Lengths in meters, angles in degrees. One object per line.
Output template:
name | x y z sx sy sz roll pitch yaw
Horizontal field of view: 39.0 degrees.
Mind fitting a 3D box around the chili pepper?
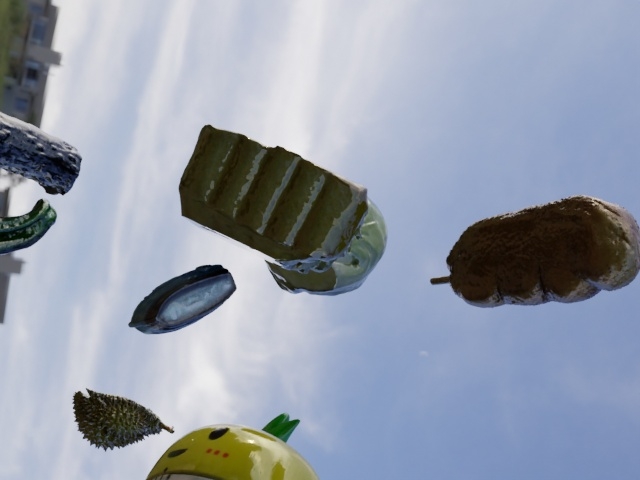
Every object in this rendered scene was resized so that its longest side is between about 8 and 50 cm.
chili pepper | -0.340 -0.010 0.841 0.073 0.182 0.050 -150 -123 -75

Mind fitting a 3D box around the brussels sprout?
brussels sprout | 0.000 0.000 1.594 0.244 0.244 0.244 -22 -117 53

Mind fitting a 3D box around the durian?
durian | -0.377 0.357 1.728 0.146 0.208 0.102 86 14 -58

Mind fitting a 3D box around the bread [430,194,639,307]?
bread | 0.256 0.026 1.129 0.344 0.084 0.124 -17 -113 57

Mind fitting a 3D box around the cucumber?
cucumber | -0.424 -0.130 1.090 0.072 0.303 0.081 -7 -107 33

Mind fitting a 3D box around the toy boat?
toy boat | -0.162 0.070 1.060 0.061 0.137 0.060 -5 -69 51

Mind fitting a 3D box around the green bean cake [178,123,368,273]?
green bean cake | -0.057 -0.040 1.150 0.236 0.233 0.124 81 33 -85

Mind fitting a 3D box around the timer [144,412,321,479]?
timer | -0.104 0.348 1.250 0.285 0.285 0.285 -22 -117 53
